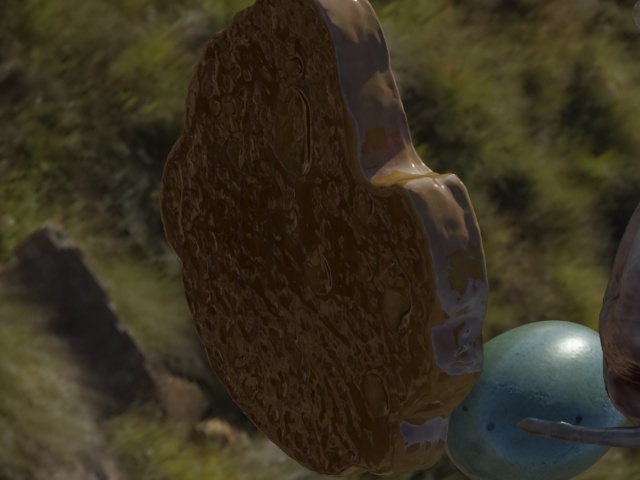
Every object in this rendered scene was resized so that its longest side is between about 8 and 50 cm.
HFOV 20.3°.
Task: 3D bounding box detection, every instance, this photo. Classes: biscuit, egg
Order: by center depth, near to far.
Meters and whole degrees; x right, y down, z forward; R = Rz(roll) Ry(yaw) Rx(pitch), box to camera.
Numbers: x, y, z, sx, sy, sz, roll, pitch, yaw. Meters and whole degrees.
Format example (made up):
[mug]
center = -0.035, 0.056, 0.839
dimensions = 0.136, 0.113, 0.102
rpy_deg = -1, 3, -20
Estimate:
[biscuit]
center = 0.000, 0.000, 1.174
dimensions = 0.057, 0.351, 0.312
rpy_deg = -17, 56, -31
[egg]
center = 0.227, 0.175, 1.889
dimensions = 0.236, 0.169, 0.169
rpy_deg = -18, 77, -34

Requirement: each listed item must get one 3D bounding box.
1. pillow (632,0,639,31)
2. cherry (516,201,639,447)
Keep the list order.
[pillow]
center = 0.356, -0.141, 1.423
dimensions = 0.229, 0.128, 0.051
rpy_deg = 34, 75, 5
[cherry]
center = 0.353, 0.044, 1.271
dimensions = 0.326, 0.291, 0.335
rpy_deg = 32, 75, -33
